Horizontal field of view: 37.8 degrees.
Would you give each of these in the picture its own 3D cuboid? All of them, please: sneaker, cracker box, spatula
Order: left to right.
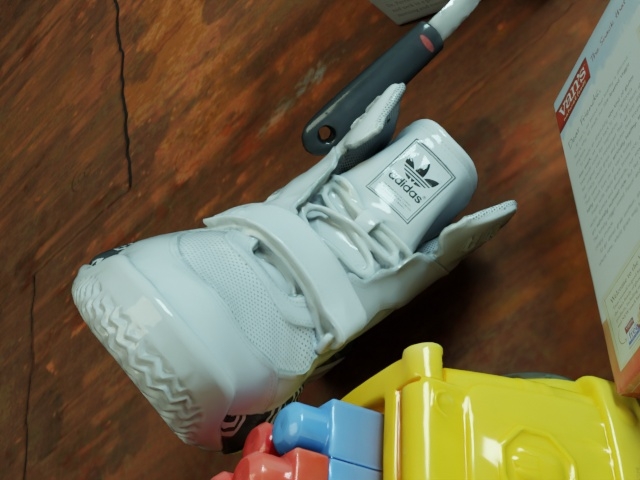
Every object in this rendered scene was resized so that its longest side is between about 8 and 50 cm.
[{"bbox_3d":[0.000,0.000,0.577,0.210,0.366,0.137,-43,82,7],"label":"sneaker"},{"bbox_3d":[0.096,-0.168,0.684,0.296,0.084,0.030,-44,22,-6],"label":"spatula"},{"bbox_3d":[0.197,-0.052,0.486,0.156,0.067,0.232,110,167,-46],"label":"cracker box"}]

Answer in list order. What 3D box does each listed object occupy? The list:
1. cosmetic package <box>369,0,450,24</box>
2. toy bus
[{"bbox_3d":[0.075,-0.302,0.763,0.151,0.183,0.151,-7,62,45],"label":"cosmetic package"},{"bbox_3d":[0.032,0.150,0.484,0.220,0.211,0.149,-46,33,47],"label":"toy bus"}]
